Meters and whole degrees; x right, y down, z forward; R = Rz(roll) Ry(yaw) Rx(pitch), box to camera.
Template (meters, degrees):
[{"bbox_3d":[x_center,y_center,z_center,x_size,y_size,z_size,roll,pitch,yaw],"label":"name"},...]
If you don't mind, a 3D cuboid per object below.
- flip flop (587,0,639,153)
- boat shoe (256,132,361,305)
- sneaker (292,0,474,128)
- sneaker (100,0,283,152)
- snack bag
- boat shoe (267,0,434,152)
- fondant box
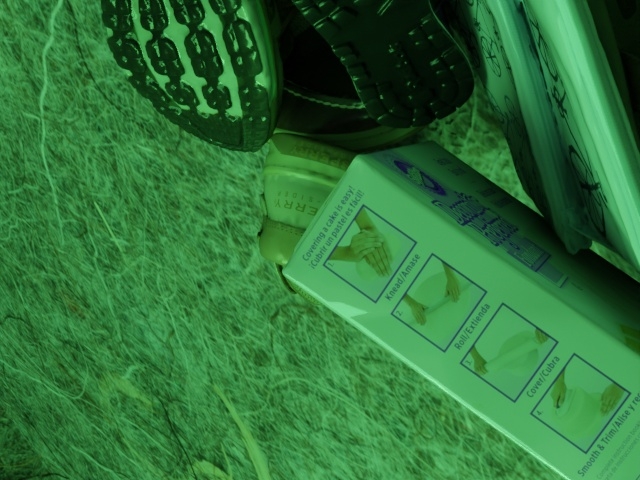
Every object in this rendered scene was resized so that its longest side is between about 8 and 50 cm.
[{"bbox_3d":[0.225,-0.105,0.870,0.080,0.112,0.277,-11,110,37],"label":"flip flop"},{"bbox_3d":[0.000,0.000,1.188,0.122,0.110,0.341,14,173,12],"label":"boat shoe"},{"bbox_3d":[0.027,-0.203,0.971,0.283,0.107,0.124,65,-170,-57],"label":"sneaker"},{"bbox_3d":[-0.072,-0.261,1.062,0.158,0.182,0.410,16,130,33],"label":"sneaker"},{"bbox_3d":[0.125,-0.134,0.890,0.342,0.037,0.323,-109,-4,-72],"label":"snack bag"},{"bbox_3d":[-0.034,-0.174,1.192,0.342,0.123,0.123,34,147,48],"label":"boat shoe"},{"bbox_3d":[0.160,0.065,0.929,0.330,0.096,0.238,34,-166,9],"label":"fondant box"}]
